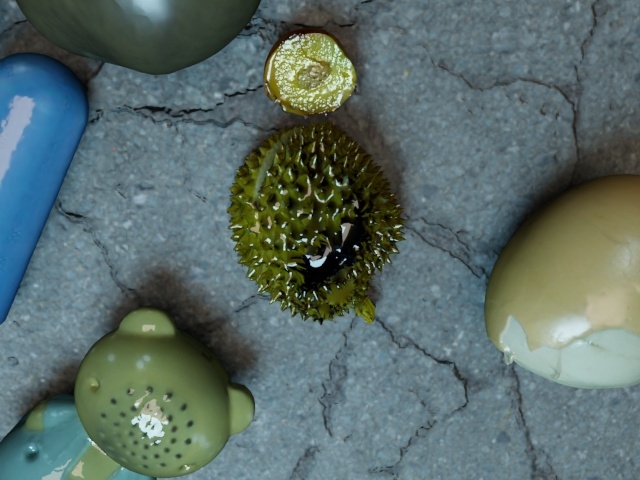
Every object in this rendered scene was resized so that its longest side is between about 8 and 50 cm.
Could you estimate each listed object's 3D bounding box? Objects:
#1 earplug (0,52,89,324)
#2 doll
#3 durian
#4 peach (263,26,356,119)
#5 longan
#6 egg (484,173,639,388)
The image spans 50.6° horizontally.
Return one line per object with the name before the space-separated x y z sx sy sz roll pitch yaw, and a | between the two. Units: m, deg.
earplug | -0.327 -0.061 0.686 0.133 0.132 0.272 28 95 -9
doll | -0.213 0.201 0.728 0.261 0.161 0.177 -41 100 7
durian | 0.000 0.000 0.711 0.194 0.138 0.237 -34 103 3
peach | -0.012 -0.178 0.713 0.098 0.061 0.098 -1 124 -1
longan | -0.165 -0.261 0.607 0.249 0.248 0.248 -1 102 -4
egg | 0.289 0.043 0.711 0.201 0.201 0.244 30 87 -9
